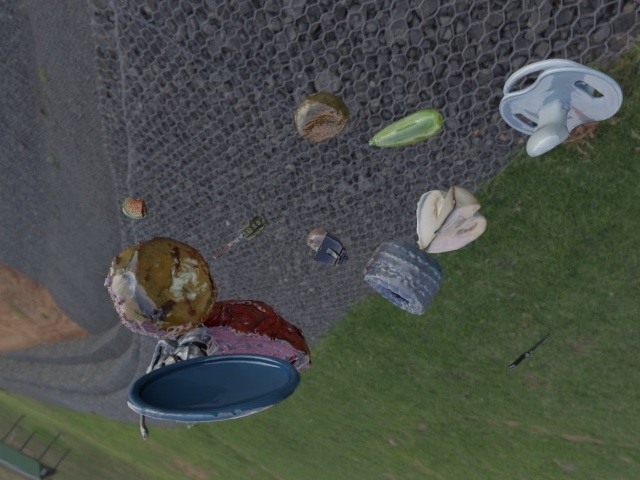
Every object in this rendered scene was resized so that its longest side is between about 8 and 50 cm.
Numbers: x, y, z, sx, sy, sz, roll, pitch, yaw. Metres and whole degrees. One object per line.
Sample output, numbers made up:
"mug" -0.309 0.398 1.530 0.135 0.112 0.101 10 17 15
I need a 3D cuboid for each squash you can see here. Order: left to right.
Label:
"squash" 0.356 -0.458 1.797 0.118 0.118 0.370 43 150 -25

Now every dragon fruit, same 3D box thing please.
"dragon fruit" -0.192 0.279 1.148 0.302 0.240 0.330 -1 153 32

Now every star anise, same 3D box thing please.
"star anise" -0.424 0.365 1.286 0.316 0.359 0.139 -38 124 6

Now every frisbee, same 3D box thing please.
"frisbee" -0.178 0.261 0.738 0.289 0.049 0.289 -2 -178 0

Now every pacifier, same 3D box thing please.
"pacifier" 0.527 -0.286 0.990 0.227 0.207 0.279 23 168 -13

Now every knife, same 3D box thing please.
"knife" 0.475 0.247 0.957 0.010 0.170 0.023 58 147 13

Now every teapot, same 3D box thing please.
"teapot" 0.041 0.033 1.286 0.096 0.087 0.177 26 -174 -2

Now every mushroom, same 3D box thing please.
"mushroom" 0.429 -0.088 1.378 0.173 0.162 0.236 0 141 -21

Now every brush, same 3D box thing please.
"brush" -0.381 -0.008 2.006 0.084 0.301 0.071 27 151 41

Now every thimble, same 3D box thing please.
"thimble" 0.264 0.110 1.342 0.236 0.172 0.205 33 166 -2

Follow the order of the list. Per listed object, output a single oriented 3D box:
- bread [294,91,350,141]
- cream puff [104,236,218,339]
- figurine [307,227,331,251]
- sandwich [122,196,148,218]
"bread" 0.000 -0.503 1.715 0.230 0.123 0.230 -15 157 -6
"cream puff" -0.355 0.108 0.946 0.164 0.240 0.240 -23 125 28
"figurine" 0.000 0.000 1.994 0.125 0.138 0.125 0 108 1
"sandwich" -0.606 -0.102 1.389 0.101 0.069 0.026 13 158 15
